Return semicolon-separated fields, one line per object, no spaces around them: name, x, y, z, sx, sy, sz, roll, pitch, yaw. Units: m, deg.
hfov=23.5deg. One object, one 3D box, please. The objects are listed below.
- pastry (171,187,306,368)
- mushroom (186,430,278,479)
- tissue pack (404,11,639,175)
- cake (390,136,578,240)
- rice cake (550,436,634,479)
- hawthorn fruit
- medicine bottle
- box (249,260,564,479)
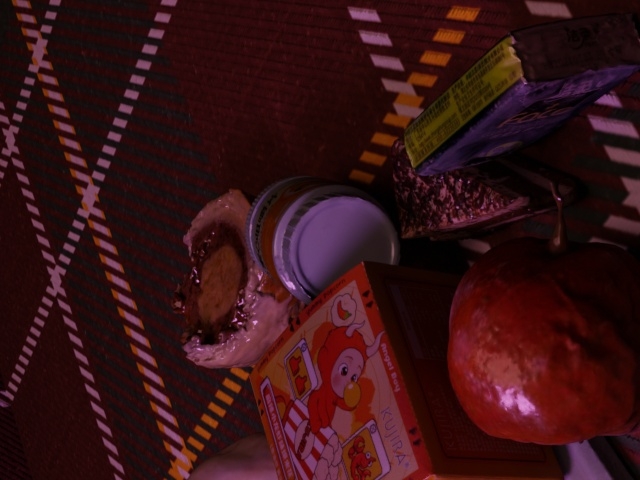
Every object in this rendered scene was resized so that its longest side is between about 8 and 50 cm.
pastry;-0.102;0.058;2.274;0.237;0.170;0.256;-55;34;25
mushroom;-0.051;0.410;2.150;0.336;0.314;0.314;120;140;-81
tissue pack;0.214;-0.154;1.641;0.235;0.173;0.073;-39;69;56
cake;0.189;-0.033;1.779;0.246;0.112;0.135;31;126;51
rice cake;0.300;0.257;1.708;0.222;0.042;0.080;59;138;37
hawthorn fruit;0.245;0.074;1.591;0.242;0.241;0.272;1;94;61
medicine bottle;0.000;0.000;1.981;0.318;0.158;0.158;-155;61;-77
box;0.087;0.216;1.794;0.259;0.213;0.284;-46;48;36
